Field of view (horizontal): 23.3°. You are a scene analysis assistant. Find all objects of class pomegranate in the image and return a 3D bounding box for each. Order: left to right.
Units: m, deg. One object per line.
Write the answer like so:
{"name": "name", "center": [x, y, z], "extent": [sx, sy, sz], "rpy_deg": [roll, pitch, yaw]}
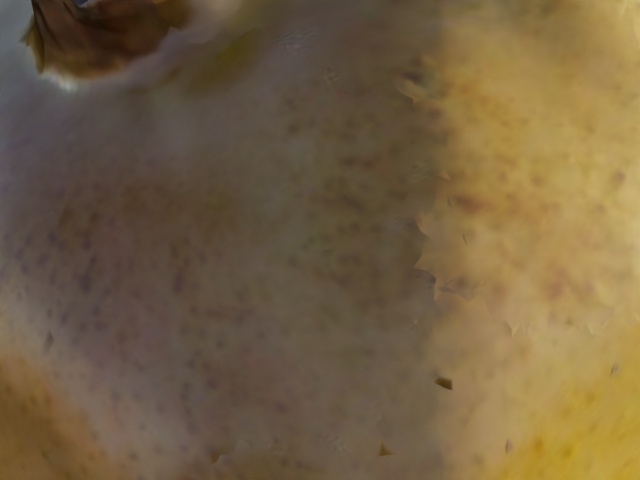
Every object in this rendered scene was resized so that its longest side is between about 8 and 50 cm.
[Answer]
{"name": "pomegranate", "center": [0.000, 0.000, 0.630], "extent": [0.417, 0.416, 0.416], "rpy_deg": [0, 46, 1]}
